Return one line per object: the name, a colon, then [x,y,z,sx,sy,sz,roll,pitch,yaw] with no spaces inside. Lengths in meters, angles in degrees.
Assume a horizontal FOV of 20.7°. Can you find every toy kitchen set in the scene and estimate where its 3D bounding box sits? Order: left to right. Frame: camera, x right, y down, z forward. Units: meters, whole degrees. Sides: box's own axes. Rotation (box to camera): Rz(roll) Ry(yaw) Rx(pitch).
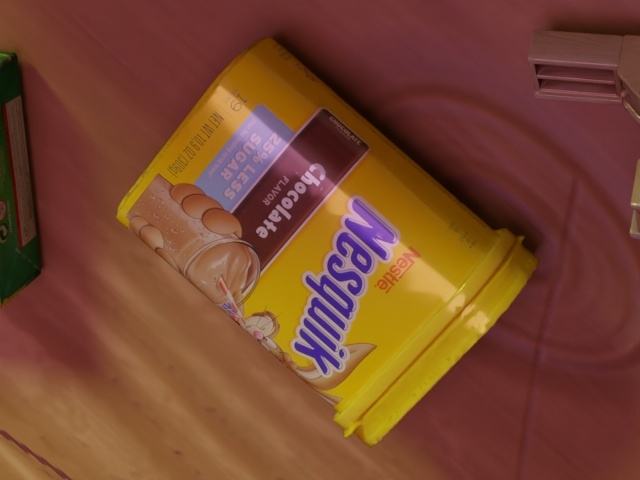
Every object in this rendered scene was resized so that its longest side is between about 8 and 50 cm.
toy kitchen set: [0.129,-0.040,0.787,0.075,0.083,0.068,6,156,17]

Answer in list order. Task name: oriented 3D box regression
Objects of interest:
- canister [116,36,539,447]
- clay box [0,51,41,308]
canister: [0.000,0.000,0.844,0.170,0.073,0.126,41,119,1]
clay box: [-0.263,-0.040,0.930,0.222,0.053,0.127,6,115,18]
